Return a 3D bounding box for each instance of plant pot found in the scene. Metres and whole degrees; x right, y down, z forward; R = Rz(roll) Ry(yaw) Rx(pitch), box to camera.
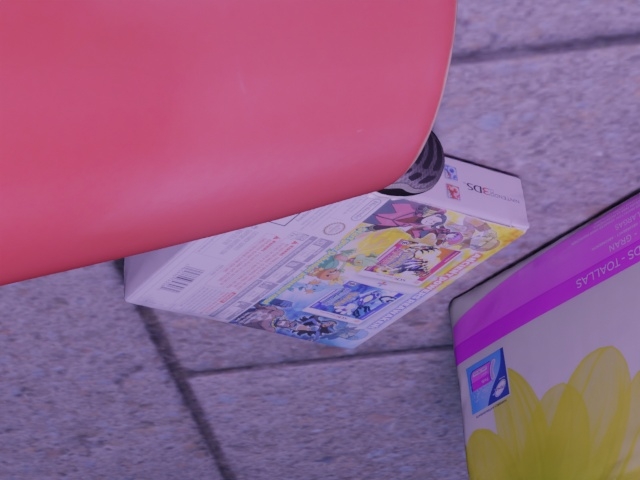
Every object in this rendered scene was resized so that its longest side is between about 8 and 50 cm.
[{"bbox_3d":[-0.092,-0.110,0.674,0.243,0.275,0.275,-5,153,-20],"label":"plant pot"}]

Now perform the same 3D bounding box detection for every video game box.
[{"bbox_3d":[0.000,0.000,1.082,0.187,0.048,0.205,16,146,-30],"label":"video game box"}]

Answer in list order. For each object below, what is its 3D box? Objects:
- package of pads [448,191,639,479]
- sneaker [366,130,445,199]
[{"bbox_3d":[0.216,0.098,1.100,0.101,0.229,0.296,16,145,-33],"label":"package of pads"},{"bbox_3d":[0.034,-0.076,0.926,0.075,0.063,0.170,-14,146,30],"label":"sneaker"}]
